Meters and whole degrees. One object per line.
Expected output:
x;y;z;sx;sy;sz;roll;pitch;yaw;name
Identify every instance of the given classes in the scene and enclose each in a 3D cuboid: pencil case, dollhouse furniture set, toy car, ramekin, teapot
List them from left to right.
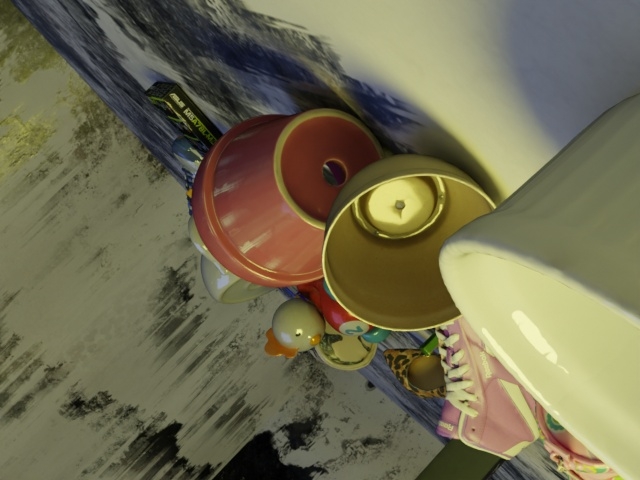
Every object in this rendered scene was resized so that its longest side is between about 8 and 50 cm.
-0.172;0.015;1.835;0.187;0.253;0.256;64;160;16;teapot
-0.011;0.166;1.701;0.210;0.238;0.219;37;169;41;toy car
0.042;0.243;2.098;0.184;0.160;0.410;30;172;-1;pencil case
0.237;0.208;1.329;0.152;0.058;0.076;45;172;-1;dollhouse furniture set
0.310;0.233;0.889;0.124;0.124;0.284;38;170;39;pencil case
0.208;0.051;0.428;0.277;0.135;0.277;43;172;8;ramekin

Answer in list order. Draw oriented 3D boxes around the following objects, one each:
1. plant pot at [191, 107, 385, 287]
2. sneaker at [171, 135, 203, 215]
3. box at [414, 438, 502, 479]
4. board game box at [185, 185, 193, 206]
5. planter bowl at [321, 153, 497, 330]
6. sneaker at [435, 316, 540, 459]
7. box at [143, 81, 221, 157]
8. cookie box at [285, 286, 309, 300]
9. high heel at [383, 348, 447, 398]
-0.023;-0.057;0.895;0.201;0.201;0.180;46;156;-9;plant pot
-0.280;-0.118;1.988;0.296;0.131;0.112;52;171;-35;sneaker
0.290;0.476;1.687;0.103;0.261;0.184;41;171;25;box
-0.176;-0.107;1.489;0.048;0.141;0.170;42;171;0;board game box
0.078;-0.014;0.748;0.162;0.162;0.109;49;-163;-28;planter bowl
0.180;0.158;1.016;0.282;0.161;0.102;47;173;-10;sneaker
-0.259;-0.232;1.625;0.184;0.045;0.191;51;171;-24;box
-0.022;0.095;1.856;0.040;0.107;0.092;40;171;27;cookie box
0.203;0.232;1.487;0.261;0.093;0.186;25;164;33;high heel
